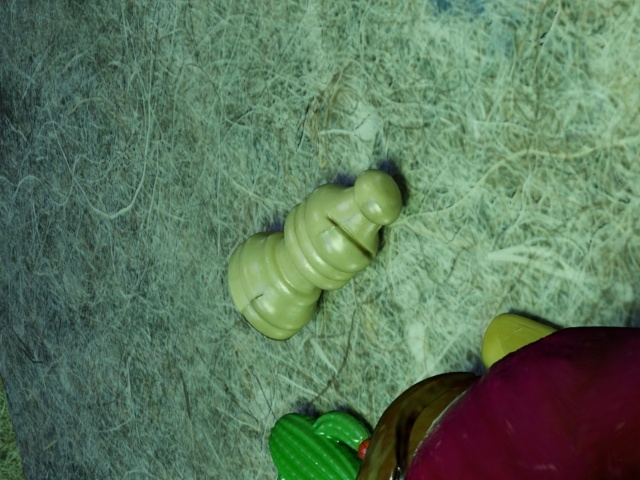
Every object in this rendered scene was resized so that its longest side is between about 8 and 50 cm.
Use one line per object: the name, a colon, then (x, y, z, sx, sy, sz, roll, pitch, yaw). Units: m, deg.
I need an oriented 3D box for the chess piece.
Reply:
chess piece: (0.000, 0.000, 1.344, 0.307, 0.124, 0.139, -43, 28, 47)

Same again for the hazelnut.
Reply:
hazelnut: (0.141, 0.257, 1.110, 0.218, 0.218, 0.234, 58, 156, 27)

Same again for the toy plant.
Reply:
toy plant: (0.019, 0.304, 1.418, 0.240, 0.088, 0.155, 0, 85, 48)

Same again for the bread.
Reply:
bread: (0.213, 0.124, 1.110, 0.115, 0.056, 0.082, 29, 123, 48)

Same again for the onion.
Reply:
onion: (0.211, 0.261, 0.795, 0.398, 0.420, 0.398, -1, 88, 28)
